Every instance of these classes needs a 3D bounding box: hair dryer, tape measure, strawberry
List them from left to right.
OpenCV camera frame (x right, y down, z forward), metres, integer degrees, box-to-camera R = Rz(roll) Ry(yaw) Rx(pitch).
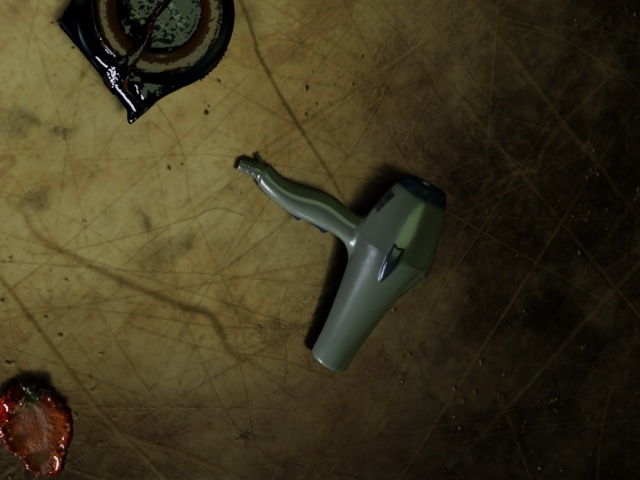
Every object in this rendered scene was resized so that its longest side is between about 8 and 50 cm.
[{"bbox_3d":[-0.395,0.258,1.994,0.104,0.048,0.152,-13,118,-18],"label":"strawberry"},{"bbox_3d":[-0.218,-0.290,1.884,0.223,0.135,0.202,-39,97,-6],"label":"tape measure"},{"bbox_3d":[0.014,0.039,2.037,0.298,0.119,0.296,8,103,1],"label":"hair dryer"}]
